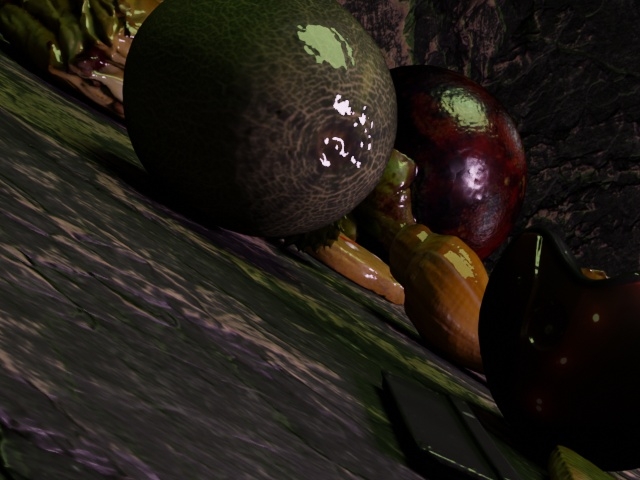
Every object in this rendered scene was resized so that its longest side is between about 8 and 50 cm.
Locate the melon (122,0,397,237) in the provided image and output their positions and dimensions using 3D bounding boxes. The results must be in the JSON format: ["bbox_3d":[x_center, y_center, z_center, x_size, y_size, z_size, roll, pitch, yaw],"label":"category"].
[{"bbox_3d":[-0.061,-0.129,1.474,0.237,0.237,0.301,28,3,-37],"label":"melon"}]

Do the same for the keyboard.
[{"bbox_3d":[0.078,0.126,1.018,0.072,0.023,0.231,24,5,-6],"label":"keyboard"}]

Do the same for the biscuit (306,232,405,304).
[{"bbox_3d":[0.002,-0.002,1.817,0.249,0.035,0.184,35,6,33],"label":"biscuit"}]

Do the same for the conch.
[{"bbox_3d":[0.155,0.095,1.541,0.330,0.093,0.109,55,-5,21],"label":"conch"}]

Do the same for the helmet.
[{"bbox_3d":[0.233,0.092,1.289,0.189,0.193,0.216,23,-34,-37],"label":"helmet"}]

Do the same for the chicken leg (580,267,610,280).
[{"bbox_3d":[0.434,0.166,2.228,0.201,0.153,0.429,25,-6,23],"label":"chicken leg"}]

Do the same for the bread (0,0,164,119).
[{"bbox_3d":[-0.253,-0.253,2.008,0.277,0.167,0.324,28,4,-35],"label":"bread"}]

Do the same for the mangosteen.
[{"bbox_3d":[0.120,-0.089,2.062,0.311,0.311,0.311,31,4,-3],"label":"mangosteen"}]

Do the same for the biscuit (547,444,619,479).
[{"bbox_3d":[0.274,0.232,1.110,0.254,0.029,0.172,31,4,2],"label":"biscuit"}]

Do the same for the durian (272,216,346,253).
[{"bbox_3d":[-0.049,-0.038,1.653,0.108,0.119,0.186,-12,10,-22],"label":"durian"}]
